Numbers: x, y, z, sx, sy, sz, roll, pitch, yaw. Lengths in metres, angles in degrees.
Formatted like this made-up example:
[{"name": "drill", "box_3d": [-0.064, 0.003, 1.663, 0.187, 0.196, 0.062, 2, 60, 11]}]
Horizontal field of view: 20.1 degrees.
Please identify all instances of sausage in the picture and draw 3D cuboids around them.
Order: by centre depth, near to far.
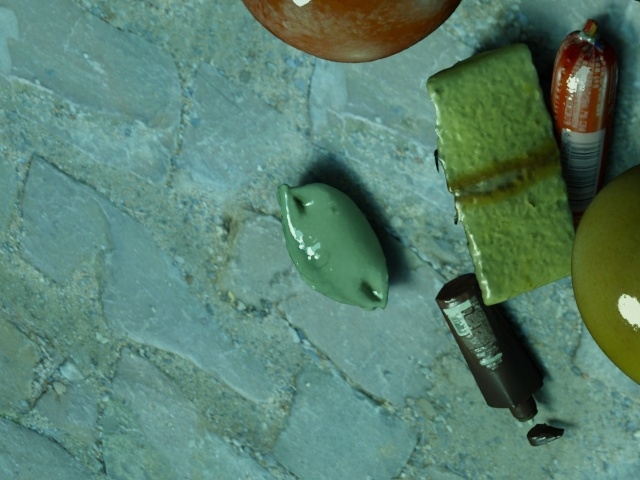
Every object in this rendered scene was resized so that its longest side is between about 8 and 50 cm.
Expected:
[{"name": "sausage", "box_3d": [0.278, -0.120, 1.955, 0.074, 0.074, 0.274, 23, 135, 24]}]

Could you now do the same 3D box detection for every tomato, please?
[{"name": "tomato", "box_3d": [0.039, -0.309, 1.858, 0.265, 0.265, 0.265, 22, 135, 24]}]

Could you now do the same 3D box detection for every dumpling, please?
[{"name": "dumpling", "box_3d": [-0.002, 0.007, 2.263, 0.149, 0.105, 0.217, -13, 124, 43]}]

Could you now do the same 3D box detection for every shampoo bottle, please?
[{"name": "shampoo bottle", "box_3d": [0.224, 0.153, 2.233, 0.068, 0.067, 0.236, -5, 120, 53]}]

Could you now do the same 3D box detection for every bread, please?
[{"name": "bread", "box_3d": [0.199, -0.073, 1.957, 0.141, 0.178, 0.266, -12, 100, 36]}]

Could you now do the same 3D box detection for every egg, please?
[{"name": "egg", "box_3d": [0.410, 0.054, 1.855, 0.322, 0.250, 0.250, 34, 139, -2]}]
